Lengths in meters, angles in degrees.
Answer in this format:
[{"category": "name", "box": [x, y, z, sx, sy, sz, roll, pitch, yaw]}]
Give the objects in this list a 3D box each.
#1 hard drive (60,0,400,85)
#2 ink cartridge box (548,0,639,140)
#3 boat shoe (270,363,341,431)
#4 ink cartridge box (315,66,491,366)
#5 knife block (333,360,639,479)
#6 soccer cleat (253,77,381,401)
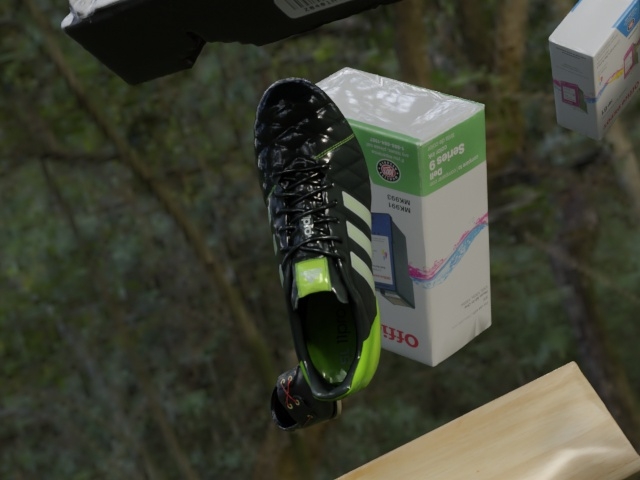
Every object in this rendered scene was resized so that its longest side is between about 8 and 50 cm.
[{"category": "hard drive", "box": [0.010, -0.251, 0.872, 0.237, 0.064, 0.339, -10, 50, 43]}, {"category": "ink cartridge box", "box": [0.264, -0.169, 1.610, 0.052, 0.122, 0.088, 26, 62, 28]}, {"category": "boat shoe", "box": [-0.012, 0.121, 1.312, 0.042, 0.049, 0.133, -11, -15, -14]}, {"category": "ink cartridge box", "box": [0.057, -0.020, 1.422, 0.154, 0.212, 0.093, 20, 39, 37]}, {"category": "knife block", "box": [0.044, 0.187, 1.059, 0.276, 0.088, 0.242, -40, -21, 19]}, {"category": "soccer cleat", "box": [0.000, 0.000, 0.917, 0.060, 0.179, 0.072, -10, 7, 10]}]
